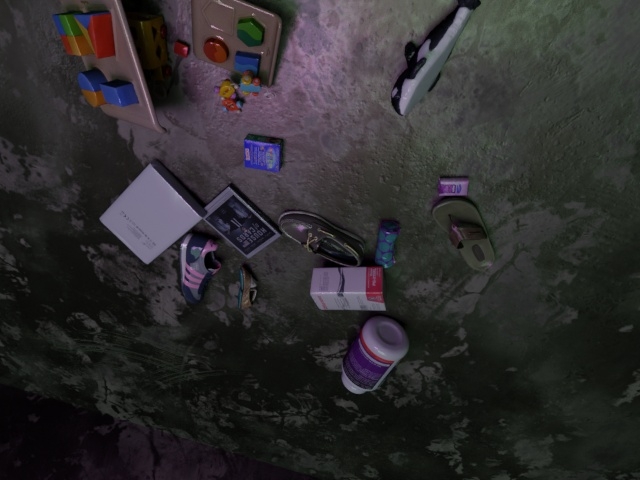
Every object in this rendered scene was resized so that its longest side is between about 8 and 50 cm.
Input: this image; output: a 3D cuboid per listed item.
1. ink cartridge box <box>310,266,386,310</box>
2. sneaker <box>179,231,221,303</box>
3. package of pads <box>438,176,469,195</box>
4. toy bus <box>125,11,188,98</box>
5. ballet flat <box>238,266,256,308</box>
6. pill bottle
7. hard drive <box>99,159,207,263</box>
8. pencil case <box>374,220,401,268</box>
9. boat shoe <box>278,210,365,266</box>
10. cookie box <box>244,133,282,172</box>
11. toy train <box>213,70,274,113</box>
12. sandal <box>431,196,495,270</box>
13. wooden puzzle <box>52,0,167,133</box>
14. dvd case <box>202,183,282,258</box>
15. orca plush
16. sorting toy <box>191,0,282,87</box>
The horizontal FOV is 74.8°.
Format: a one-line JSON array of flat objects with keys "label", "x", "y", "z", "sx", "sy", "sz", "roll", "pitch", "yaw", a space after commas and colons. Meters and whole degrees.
[{"label": "ink cartridge box", "x": 0.100, "y": 0.166, "z": 1.424, "sx": 0.237, "sy": 0.100, "sz": 0.172, "roll": -2, "pitch": 152, "yaw": 13}, {"label": "sneaker", "x": -0.431, "y": 0.121, "z": 1.531, "sx": 0.130, "sy": 0.112, "sz": 0.319, "roll": 13, "pitch": 129, "yaw": 6}, {"label": "package of pads", "x": 0.382, "y": -0.155, "z": 1.202, "sx": 0.083, "sy": 0.032, "sz": 0.050, "roll": 1, "pitch": 124, "yaw": 11}, {"label": "toy bus", "x": -0.460, "y": -0.482, "z": 1.088, "sx": 0.190, "sy": 0.104, "sz": 0.202, "roll": -30, "pitch": 115, "yaw": 30}, {"label": "ballet flat", "x": -0.275, "y": 0.176, "z": 1.580, "sx": 0.067, "sy": 0.073, "sz": 0.206, "roll": -5, "pitch": 133, "yaw": -19}, {"label": "pill bottle", "x": 0.194, "y": 0.449, "z": 1.602, "sx": 0.181, "sy": 0.182, "sz": 0.323, "roll": 21, "pitch": 128, "yaw": -5}, {"label": "hard drive", "x": -0.578, "y": -0.084, "z": 1.434, "sx": 0.353, "sy": 0.047, "sz": 0.233, "roll": -32, "pitch": 107, "yaw": 31}, {"label": "pencil case", "x": 0.215, "y": 0.014, "z": 1.344, "sx": 0.070, "sy": 0.064, "sz": 0.152, "roll": 16, "pitch": 130, "yaw": 20}, {"label": "boat shoe", "x": 0.002, "y": -0.003, "z": 1.358, "sx": 0.304, "sy": 0.091, "sz": 0.109, "roll": 22, "pitch": 128, "yaw": -5}, {"label": "cookie box", "x": -0.168, "y": -0.257, "z": 1.236, "sx": 0.107, "sy": 0.040, "sz": 0.092, "roll": 10, "pitch": 128, "yaw": 4}, {"label": "toy train", "x": -0.210, "y": -0.398, "z": 1.115, "sx": 0.166, "sy": 0.046, "sz": 0.125, "roll": -8, "pitch": 167, "yaw": 26}, {"label": "sandal", "x": 0.446, "y": -0.012, "z": 1.262, "sx": 0.120, "sy": 0.086, "sz": 0.303, "roll": -29, "pitch": 116, "yaw": 29}, {"label": "wooden puzzle", "x": -0.553, "y": -0.446, "z": 1.057, "sx": 0.322, "sy": 0.080, "sz": 0.348, "roll": 23, "pitch": 138, "yaw": 36}, {"label": "dvd case", "x": -0.271, "y": -0.059, "z": 1.415, "sx": 0.179, "sy": 0.030, "sz": 0.238, "roll": -33, "pitch": 113, "yaw": 31}, {"label": "orca plush", "x": 0.235, "y": -0.444, "z": 0.976, "sx": 0.102, "sy": 0.151, "sz": 0.287, "roll": 42, "pitch": 133, "yaw": 19}, {"label": "sorting toy", "x": -0.202, "y": -0.509, "z": 0.981, "sx": 0.228, "sy": 0.041, "sz": 0.307, "roll": 23, "pitch": 152, "yaw": -4}]
